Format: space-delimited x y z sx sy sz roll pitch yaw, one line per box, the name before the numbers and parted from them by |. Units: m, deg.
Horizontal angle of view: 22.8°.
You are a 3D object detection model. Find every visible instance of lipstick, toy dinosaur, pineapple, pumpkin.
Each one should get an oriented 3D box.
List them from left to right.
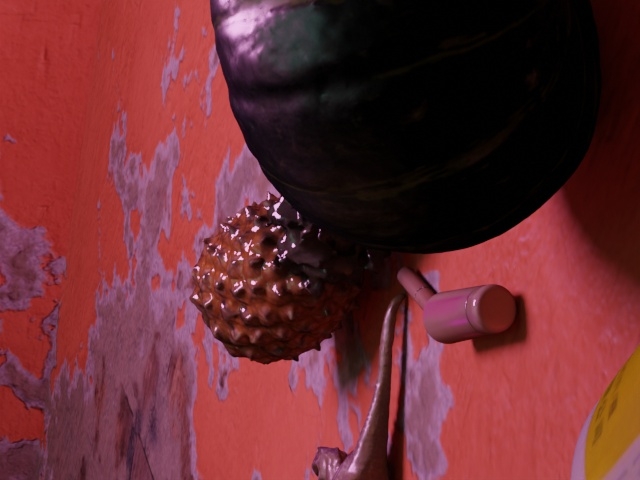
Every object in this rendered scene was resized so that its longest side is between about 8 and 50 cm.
pineapple | 0.000 0.000 1.513 0.340 0.169 0.169 -40 51 55
toy dinosaur | 0.035 0.205 1.506 0.251 0.072 0.199 99 171 -46
pumpkin | 0.067 -0.149 1.119 0.241 0.323 0.323 -12 72 27
lipstick | 0.093 0.050 1.428 0.094 0.019 0.019 -126 42 -60

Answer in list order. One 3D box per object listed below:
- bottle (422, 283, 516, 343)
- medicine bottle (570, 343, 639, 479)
bottle | 0.123 0.059 1.310 0.096 0.045 0.045 159 112 -66
medicine bottle | 0.270 0.044 0.672 0.378 0.214 0.213 116 149 -46
